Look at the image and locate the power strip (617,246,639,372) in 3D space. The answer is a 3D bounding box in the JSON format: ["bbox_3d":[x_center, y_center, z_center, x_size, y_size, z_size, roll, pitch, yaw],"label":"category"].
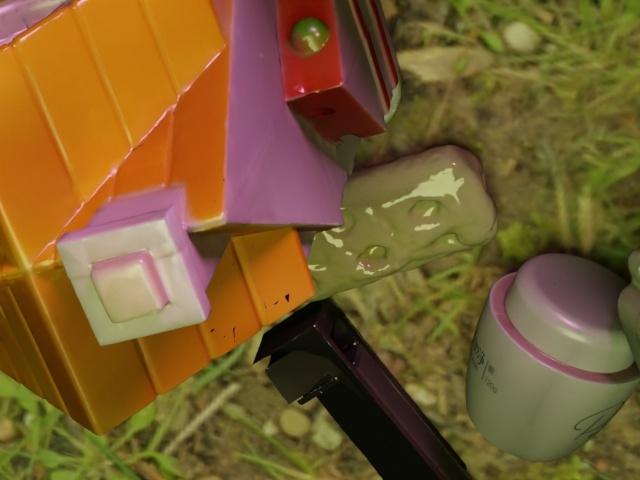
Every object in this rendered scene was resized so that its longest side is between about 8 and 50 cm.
[{"bbox_3d":[0.220,0.082,0.789,0.093,0.053,0.288,-30,123,-4],"label":"power strip"}]

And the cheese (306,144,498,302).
[{"bbox_3d":[0.000,0.000,0.838,0.194,0.043,0.064,-16,109,15],"label":"cheese"}]

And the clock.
[{"bbox_3d":[-0.101,-0.042,0.688,0.235,0.309,0.166,-14,112,14],"label":"clock"}]

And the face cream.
[{"bbox_3d":[0.123,0.062,0.821,0.091,0.091,0.095,22,122,-1],"label":"face cream"}]

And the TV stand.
[{"bbox_3d":[0.059,0.146,0.894,0.049,0.040,0.256,-33,105,20],"label":"TV stand"}]
